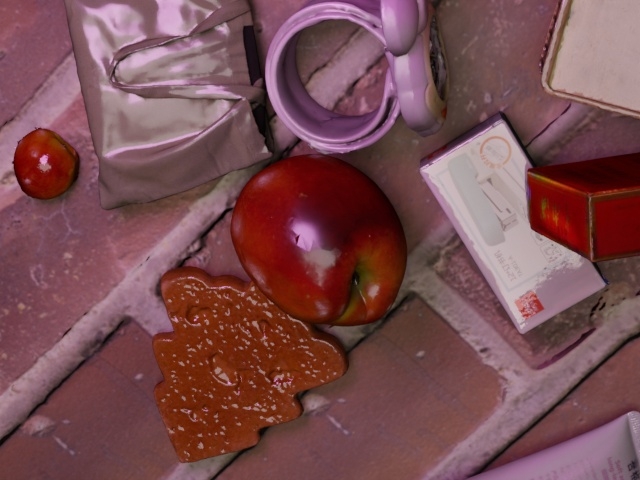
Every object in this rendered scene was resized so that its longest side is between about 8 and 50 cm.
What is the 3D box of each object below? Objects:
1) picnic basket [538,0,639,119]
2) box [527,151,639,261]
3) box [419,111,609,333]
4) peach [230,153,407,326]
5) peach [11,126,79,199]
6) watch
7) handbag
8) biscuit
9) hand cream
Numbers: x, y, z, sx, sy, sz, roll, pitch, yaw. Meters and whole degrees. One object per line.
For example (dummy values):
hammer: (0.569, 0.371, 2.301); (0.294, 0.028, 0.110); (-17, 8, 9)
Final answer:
picnic basket: (0.439, -0.253, 1.633); (0.313, 0.175, 0.228); (15, 106, 6)
box: (0.431, -0.053, 1.626); (0.313, 0.197, 0.089); (-9, 102, -10)
box: (0.252, -0.023, 1.755); (0.135, 0.079, 0.269); (-31, 99, 12)
peach: (0.000, 0.000, 1.722); (0.199, 0.243, 0.243); (-42, 97, -2)
peach: (-0.374, -0.098, 1.809); (0.098, 0.061, 0.098); (0, 106, -1)
watch: (0.040, -0.235, 1.675); (0.217, 0.211, 0.248); (-5, 112, 16)
handbag: (-0.200, -0.213, 1.739); (0.253, 0.109, 0.316); (-12, 97, 5)
biscuit: (-0.126, 0.178, 1.865); (0.284, 0.043, 0.306); (29, 107, -3)
hand cream: (0.290, 0.365, 1.846); (0.358, 0.118, 0.185); (-17, 98, 2)
